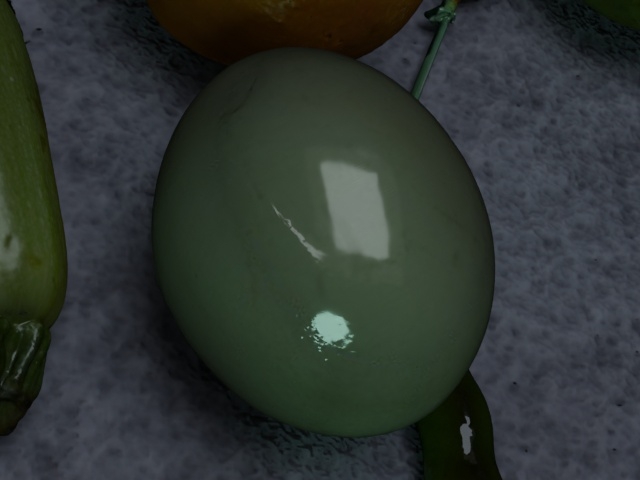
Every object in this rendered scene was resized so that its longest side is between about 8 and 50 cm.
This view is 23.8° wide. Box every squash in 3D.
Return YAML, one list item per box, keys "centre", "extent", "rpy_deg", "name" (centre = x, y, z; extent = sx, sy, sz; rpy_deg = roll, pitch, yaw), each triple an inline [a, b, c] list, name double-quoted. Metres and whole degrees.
- centre: [-0.218, -0.017, 0.997]
  extent: [0.137, 0.137, 0.287]
  rpy_deg: [-17, 80, -30]
  name: "squash"

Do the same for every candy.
- centre: [0.106, -0.183, 1.263]
  extent: [0.060, 0.060, 0.201]
  rpy_deg: [27, 62, -6]
  name: "candy"

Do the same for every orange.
- centre: [-0.029, -0.242, 1.115]
  extent: [0.246, 0.246, 0.246]
  rpy_deg: [10, 58, -17]
  name: "orange"

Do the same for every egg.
- centre: [0.000, 0.000, 0.998]
  extent: [0.219, 0.219, 0.269]
  rpy_deg: [-16, 62, -30]
  name: "egg"

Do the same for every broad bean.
- centre: [0.089, 0.130, 1.063]
  extent: [0.065, 0.046, 0.254]
  rpy_deg: [-7, 63, -19]
  name: "broad bean"

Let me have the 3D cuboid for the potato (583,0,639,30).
- centre: [0.275, -0.319, 1.314]
  extent: [0.216, 0.216, 0.304]
  rpy_deg: [-2, 65, -24]
  name: "potato"
